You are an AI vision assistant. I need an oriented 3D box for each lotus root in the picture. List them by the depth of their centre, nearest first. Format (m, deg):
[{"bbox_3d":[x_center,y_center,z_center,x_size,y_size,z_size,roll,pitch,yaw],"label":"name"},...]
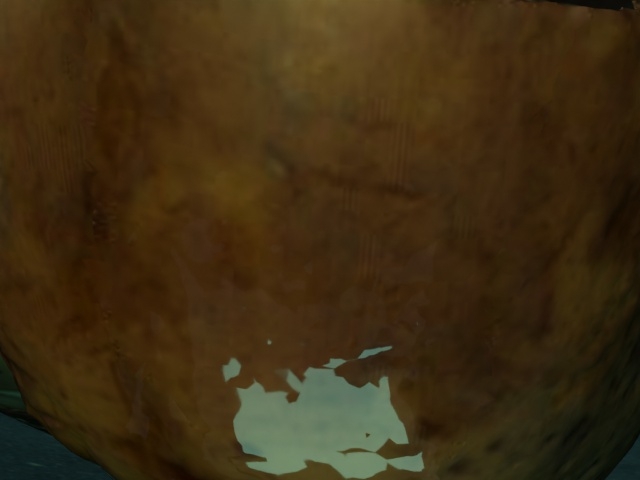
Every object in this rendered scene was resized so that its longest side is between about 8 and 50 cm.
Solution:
[{"bbox_3d":[0.000,0.000,0.605,0.272,0.192,0.272,10,-170,-2],"label":"lotus root"}]

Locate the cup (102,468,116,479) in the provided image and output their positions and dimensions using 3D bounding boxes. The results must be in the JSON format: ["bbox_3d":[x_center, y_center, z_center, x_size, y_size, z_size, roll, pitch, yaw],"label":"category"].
[{"bbox_3d":[-0.042,0.056,0.939,0.150,0.113,0.138,-18,153,26],"label":"cup"}]

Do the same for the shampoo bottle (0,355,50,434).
[{"bbox_3d":[-0.175,0.021,0.933,0.125,0.084,0.350,-6,157,28],"label":"shampoo bottle"}]
